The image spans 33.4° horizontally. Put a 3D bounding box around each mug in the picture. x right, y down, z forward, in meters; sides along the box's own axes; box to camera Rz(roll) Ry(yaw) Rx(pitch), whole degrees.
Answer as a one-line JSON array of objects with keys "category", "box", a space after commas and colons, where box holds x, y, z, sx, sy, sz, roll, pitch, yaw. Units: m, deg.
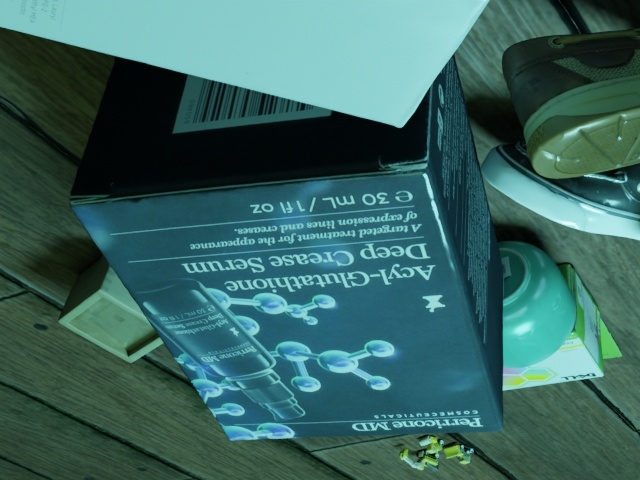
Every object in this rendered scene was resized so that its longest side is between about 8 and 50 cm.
[{"category": "mug", "box": [0.203, 0.075, 1.199, 0.129, 0.157, 0.097, 27, 162, 42]}]

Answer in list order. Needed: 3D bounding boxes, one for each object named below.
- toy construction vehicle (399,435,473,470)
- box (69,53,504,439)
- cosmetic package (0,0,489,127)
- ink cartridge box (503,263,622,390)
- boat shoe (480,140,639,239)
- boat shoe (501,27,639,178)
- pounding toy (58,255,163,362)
[{"category": "toy construction vehicle", "box": [0.193, 0.360, 1.778, 0.098, 0.035, 0.086, 27, 142, -33]}, {"category": "box", "box": [0.000, 0.000, 0.998, 0.294, 0.212, 0.395, -5, 140, 16]}, {"category": "cosmetic package", "box": [-0.093, -0.235, 0.670, 0.385, 0.217, 0.156, 15, 148, -14]}, {"category": "ink cartridge box", "box": [0.268, 0.144, 1.360, 0.189, 0.097, 0.255, -13, 144, 25]}, {"category": "boat shoe", "box": [0.304, -0.060, 1.022, 0.301, 0.108, 0.102, 15, 116, -11]}, {"category": "boat shoe", "box": [0.307, -0.145, 0.864, 0.342, 0.123, 0.123, -13, 154, -13]}, {"category": "pounding toy", "box": [-0.232, 0.080, 1.331, 0.141, 0.100, 0.130, 34, 138, -23]}]
